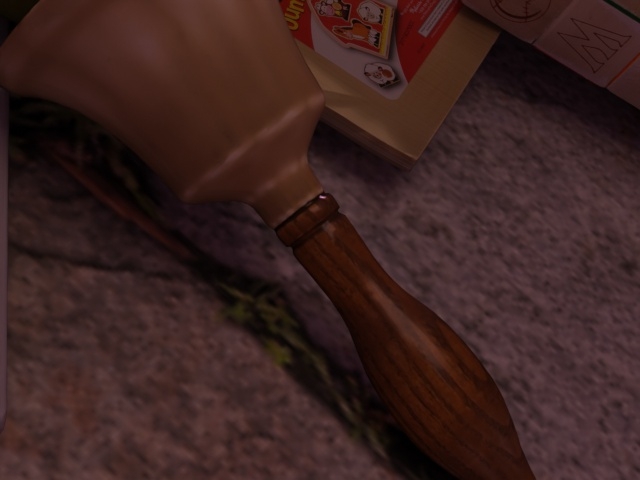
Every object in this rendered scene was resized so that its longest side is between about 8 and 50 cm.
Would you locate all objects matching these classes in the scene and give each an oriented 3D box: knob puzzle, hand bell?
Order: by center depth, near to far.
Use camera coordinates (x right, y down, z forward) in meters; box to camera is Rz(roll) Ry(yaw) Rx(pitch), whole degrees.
[{"bbox_3d":[0.000,0.000,0.493,0.126,0.126,0.242,-38,92,-41],"label":"hand bell"},{"bbox_3d":[-0.010,-0.129,0.623,0.213,0.030,0.213,13,50,-16],"label":"knob puzzle"}]

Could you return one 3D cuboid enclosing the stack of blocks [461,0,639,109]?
[{"bbox_3d":[0.230,-0.123,0.673,0.297,0.087,0.171,30,47,-11],"label":"stack of blocks"}]

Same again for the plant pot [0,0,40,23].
[{"bbox_3d":[-0.161,-0.227,0.495,0.293,0.275,0.275,46,48,-1],"label":"plant pot"}]

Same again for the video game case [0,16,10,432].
[{"bbox_3d":[-0.214,-0.025,0.447,0.212,0.023,0.193,7,51,-22],"label":"video game case"}]
